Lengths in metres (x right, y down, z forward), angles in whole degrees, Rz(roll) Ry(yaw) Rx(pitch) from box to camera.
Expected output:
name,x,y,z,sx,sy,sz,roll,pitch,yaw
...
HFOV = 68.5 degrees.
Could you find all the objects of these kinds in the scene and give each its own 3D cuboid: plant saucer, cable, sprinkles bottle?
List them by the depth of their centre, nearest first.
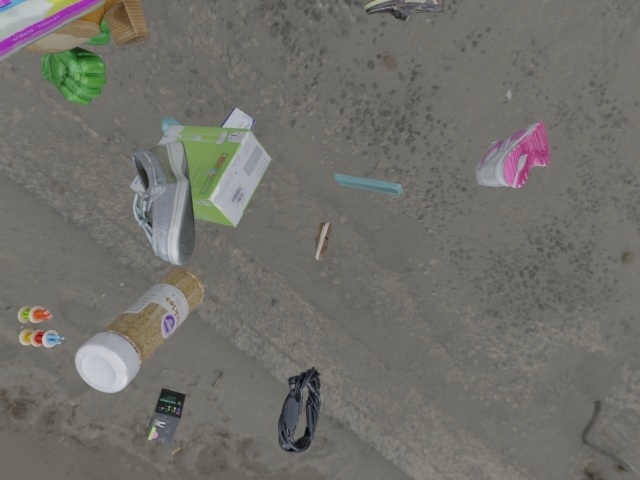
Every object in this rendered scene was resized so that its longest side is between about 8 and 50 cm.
name,x,y,z,sx,sy,sz,roll,pitch,yaw
cable,-0.041,0.368,1.017,0.047,0.150,0.184,4,99,22
sprinkles bottle,-0.400,0.191,1.092,0.121,0.355,0.121,5,114,12
plant saucer,0.132,-0.157,1.317,0.192,0.067,0.018,11,83,17
plant saucer,-0.487,-0.368,1.596,0.119,0.119,0.021,48,52,-11

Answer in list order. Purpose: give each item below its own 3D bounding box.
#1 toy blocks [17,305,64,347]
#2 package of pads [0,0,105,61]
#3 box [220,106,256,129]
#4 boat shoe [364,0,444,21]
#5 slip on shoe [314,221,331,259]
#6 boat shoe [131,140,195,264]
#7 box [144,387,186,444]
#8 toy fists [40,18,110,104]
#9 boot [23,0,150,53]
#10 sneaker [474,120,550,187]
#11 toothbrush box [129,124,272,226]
name,x,y,z,sx,sy,sz,roll,pitch,yaw
toy blocks,-0.837,0.259,1.417,0.148,0.054,0.123,-1,92,22
package of pads,-0.380,-0.345,0.467,0.229,0.101,0.296,-51,120,-30
box,-0.260,-0.301,1.357,0.072,0.137,0.126,35,79,-16
boat shoe,0.161,-0.443,0.892,0.152,0.056,0.049,-7,110,9
slip on shoe,0.000,0.000,1.571,0.041,0.051,0.135,9,74,22
boat shoe,-0.272,-0.072,0.799,0.103,0.320,0.118,-6,131,-14
box,-0.300,0.340,0.912,0.052,0.083,0.062,21,101,-14
toy fists,-0.558,-0.452,1.076,0.142,0.096,0.279,29,119,10
boot,-0.385,-0.400,0.695,0.104,0.295,0.211,-13,109,22
sneaker,0.432,-0.195,1.060,0.252,0.111,0.102,-31,110,-36
toothbrush box,-0.295,-0.168,1.166,0.206,0.283,0.122,-66,147,-21
